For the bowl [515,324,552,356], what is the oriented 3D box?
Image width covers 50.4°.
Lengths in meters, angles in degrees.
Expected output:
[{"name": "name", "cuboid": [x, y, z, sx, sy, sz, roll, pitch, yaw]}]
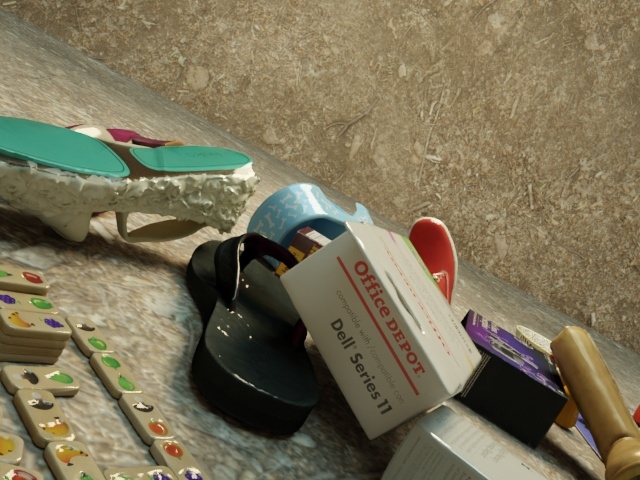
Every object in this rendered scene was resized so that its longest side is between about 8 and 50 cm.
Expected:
[{"name": "bowl", "cuboid": [0.487, 0.267, 1.499, 0.170, 0.080, 0.170, 28, 10, -5]}]

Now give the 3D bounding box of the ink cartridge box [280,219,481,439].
[{"name": "ink cartridge box", "cuboid": [0.077, 0.099, 0.802, 0.207, 0.119, 0.353, 60, 13, 13]}]

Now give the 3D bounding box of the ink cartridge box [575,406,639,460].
[{"name": "ink cartridge box", "cuboid": [0.633, 0.398, 1.312, 0.307, 0.072, 0.303, 31, 10, -5]}]

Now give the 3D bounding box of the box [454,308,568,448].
[{"name": "box", "cuboid": [0.304, 0.222, 1.158, 0.184, 0.103, 0.261, 34, 11, 9]}]

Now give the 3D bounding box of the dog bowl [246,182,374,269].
[{"name": "dog bowl", "cuboid": [0.000, 0.000, 1.248, 0.297, 0.166, 0.074, 19, 27, -48]}]

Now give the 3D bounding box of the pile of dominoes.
[{"name": "pile of dominoes", "cuboid": [-0.207, 0.097, 0.509, 0.251, 0.040, 0.196, 37, 12, 38]}]

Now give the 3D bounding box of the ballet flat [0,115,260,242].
[{"name": "ballet flat", "cuboid": [-0.250, -0.057, 0.838, 0.408, 0.147, 0.147, 2, 27, -42]}]

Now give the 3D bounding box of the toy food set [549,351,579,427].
[{"name": "toy food set", "cuboid": [0.496, 0.271, 1.325, 0.111, 0.105, 0.232, 24, 19, 38]}]

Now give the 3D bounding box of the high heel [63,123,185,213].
[{"name": "high heel", "cuboid": [-0.365, -0.110, 1.022, 0.181, 0.127, 0.377, 3, 7, 18]}]

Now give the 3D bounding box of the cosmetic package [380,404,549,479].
[{"name": "cosmetic package", "cuboid": [0.179, 0.264, 0.648, 0.231, 0.086, 0.117, 33, 11, 22]}]

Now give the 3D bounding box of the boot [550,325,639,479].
[{"name": "boot", "cuboid": [0.410, 0.246, 0.992, 0.236, 0.089, 0.270, 54, 17, -52]}]

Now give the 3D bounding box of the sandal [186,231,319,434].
[{"name": "sandal", "cuboid": [-0.067, 0.072, 0.827, 0.167, 0.107, 0.446, 26, 10, -18]}]

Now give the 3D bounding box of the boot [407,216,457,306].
[{"name": "boot", "cuboid": [0.171, 0.086, 1.097, 0.088, 0.245, 0.176, 0, 3, 16]}]

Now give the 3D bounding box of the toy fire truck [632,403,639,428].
[{"name": "toy fire truck", "cuboid": [0.625, 0.358, 1.029, 0.302, 0.169, 0.254, 37, 0, -1]}]

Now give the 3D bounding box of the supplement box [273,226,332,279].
[{"name": "supplement box", "cuboid": [0.026, 0.070, 1.102, 0.188, 0.104, 0.081, 30, 10, 6]}]
